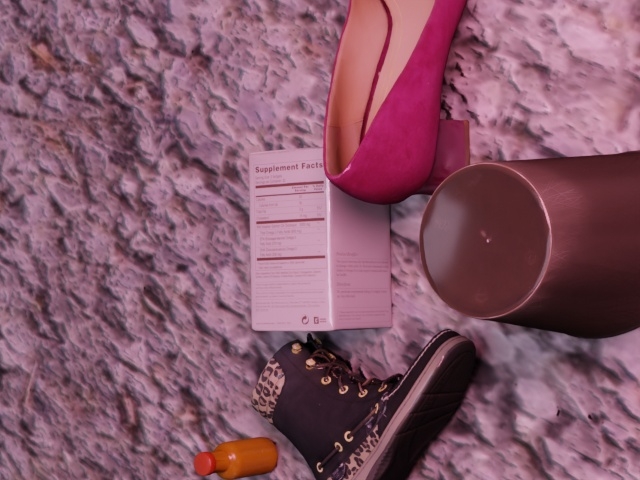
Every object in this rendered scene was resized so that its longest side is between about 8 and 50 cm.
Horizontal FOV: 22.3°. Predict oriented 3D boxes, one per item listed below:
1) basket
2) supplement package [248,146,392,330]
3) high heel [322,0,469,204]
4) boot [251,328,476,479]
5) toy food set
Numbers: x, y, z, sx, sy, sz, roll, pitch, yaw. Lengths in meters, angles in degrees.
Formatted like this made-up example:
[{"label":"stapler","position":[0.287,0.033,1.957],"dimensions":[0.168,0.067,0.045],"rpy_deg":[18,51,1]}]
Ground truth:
[{"label":"basket","position":[0.200,0.001,1.386],"dimensions":[0.204,0.227,0.154],"rpy_deg":[-40,66,29]},{"label":"supplement package","position":[0.000,0.000,1.617],"dimensions":[0.105,0.105,0.179],"rpy_deg":[-3,87,38]},{"label":"high heel","position":[0.058,-0.222,1.529],"dimensions":[0.127,0.181,0.377],"rpy_deg":[-16,79,36]},{"label":"boot","position":[0.035,0.143,1.595],"dimensions":[0.178,0.085,0.236],"rpy_deg":[45,120,29]},{"label":"toy food set","position":[-0.097,0.328,1.683],"dimensions":[0.111,0.104,0.232],"rpy_deg":[28,106,35]}]
